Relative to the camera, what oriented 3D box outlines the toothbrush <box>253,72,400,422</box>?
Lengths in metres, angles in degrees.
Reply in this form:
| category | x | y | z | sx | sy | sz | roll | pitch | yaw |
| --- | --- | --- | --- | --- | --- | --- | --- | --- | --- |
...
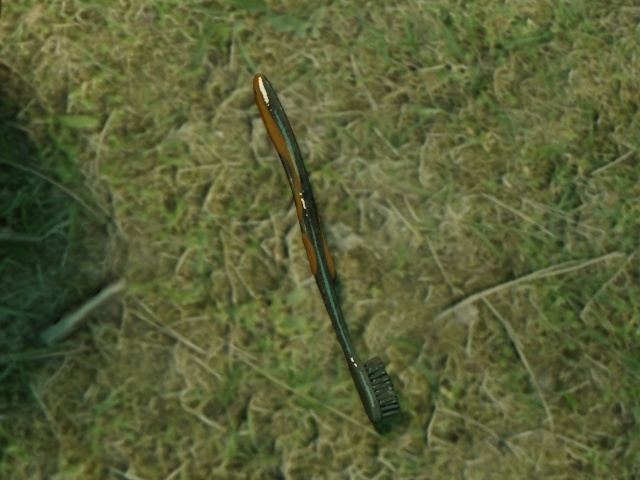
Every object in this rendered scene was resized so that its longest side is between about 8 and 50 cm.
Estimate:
| category | x | y | z | sx | sy | sz | roll | pitch | yaw |
| --- | --- | --- | --- | --- | --- | --- | --- | --- | --- |
| toothbrush | -0.003 | 0.001 | 1.034 | 0.031 | 0.023 | 0.321 | -15 | 76 | -26 |
